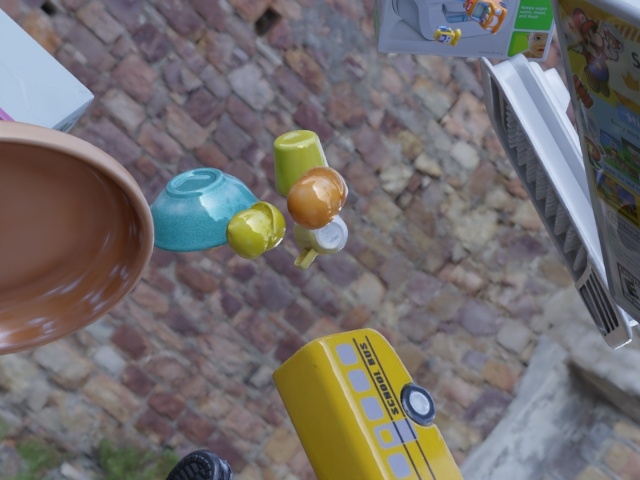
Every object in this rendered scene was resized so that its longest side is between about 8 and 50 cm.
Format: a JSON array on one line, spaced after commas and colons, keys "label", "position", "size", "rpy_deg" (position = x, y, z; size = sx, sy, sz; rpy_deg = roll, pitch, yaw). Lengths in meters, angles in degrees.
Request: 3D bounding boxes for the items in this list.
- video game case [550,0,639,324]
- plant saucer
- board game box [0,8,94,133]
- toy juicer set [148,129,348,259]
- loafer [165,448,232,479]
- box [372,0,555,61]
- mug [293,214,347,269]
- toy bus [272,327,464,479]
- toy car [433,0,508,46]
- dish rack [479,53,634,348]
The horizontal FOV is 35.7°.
[{"label": "video game case", "position": [0.179, 0.008, 0.396], "size": [0.227, 0.026, 0.206], "rpy_deg": [53, -11, 52]}, {"label": "plant saucer", "position": [-0.198, 0.000, 0.577], "size": [0.200, 0.200, 0.037], "rpy_deg": [48, 18, -53]}, {"label": "board game box", "position": [-0.370, -0.097, 0.870], "size": [0.224, 0.097, 0.303], "rpy_deg": [43, -48, -7]}, {"label": "toy juicer set", "position": [-0.121, -0.014, 1.086], "size": [0.209, 0.329, 0.089], "rpy_deg": [-127, -157, -59]}, {"label": "loafer", "position": [-0.143, 0.334, 1.140], "size": [0.078, 0.220, 0.080], "rpy_deg": [5, 23, -40]}, {"label": "box", "position": [0.220, -0.399, 1.459], "size": [0.126, 0.262, 0.231], "rpy_deg": [-92, -173, -46]}, {"label": "mug", "position": [0.004, -0.002, 1.199], "size": [0.062, 0.078, 0.064], "rpy_deg": [3, 5, -14]}, {"label": "toy bus", "position": [0.079, 0.265, 1.094], "size": [0.130, 0.108, 0.332], "rpy_deg": [-5, 61, -44]}, {"label": "toy car", "position": [0.166, -0.245, 1.141], "size": [0.041, 0.060, 0.122], "rpy_deg": [6, -27, -22]}, {"label": "dish rack", "position": [0.283, -0.046, 1.108], "size": [0.332, 0.072, 0.285], "rpy_deg": [64, 7, 13]}]
